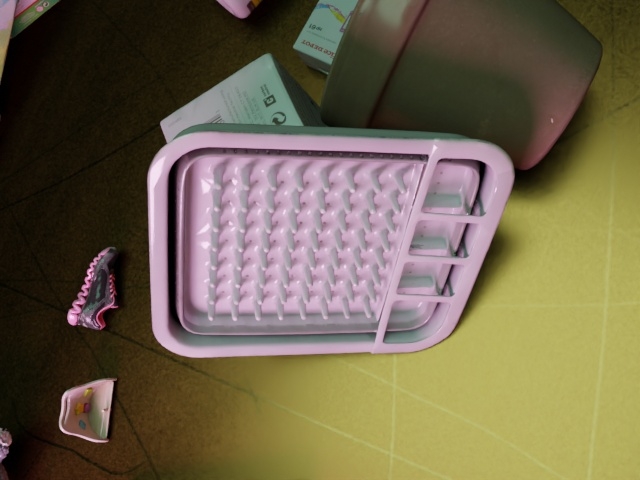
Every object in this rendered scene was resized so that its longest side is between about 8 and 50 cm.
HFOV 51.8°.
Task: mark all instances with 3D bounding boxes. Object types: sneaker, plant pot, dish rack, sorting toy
[{"bbox_3d":[-0.298,0.068,0.906,0.057,0.047,0.119,23,89,3],"label":"sneaker"},{"bbox_3d":[0.159,-0.193,0.706,0.229,0.263,0.263,28,89,4],"label":"plant pot"},{"bbox_3d":[0.000,0.000,0.665,0.333,0.285,0.072,0,41,-13],"label":"dish rack"},{"bbox_3d":[-0.309,0.219,0.856,0.045,0.075,0.083,1,79,19],"label":"sorting toy"}]

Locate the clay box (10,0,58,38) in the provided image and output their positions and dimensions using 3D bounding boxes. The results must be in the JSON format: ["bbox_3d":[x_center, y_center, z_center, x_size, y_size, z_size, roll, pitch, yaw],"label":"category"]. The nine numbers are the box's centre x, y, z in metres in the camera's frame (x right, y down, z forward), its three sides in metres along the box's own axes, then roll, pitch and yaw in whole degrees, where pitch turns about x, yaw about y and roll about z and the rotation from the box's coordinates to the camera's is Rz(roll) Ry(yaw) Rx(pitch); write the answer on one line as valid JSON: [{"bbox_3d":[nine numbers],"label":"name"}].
[{"bbox_3d":[-0.508,-0.456,1.076,0.127,0.053,0.222,-32,71,12],"label":"clay box"}]

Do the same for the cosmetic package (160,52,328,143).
[{"bbox_3d":[-0.057,-0.086,0.771,0.151,0.184,0.151,-29,71,13],"label":"cosmetic package"}]

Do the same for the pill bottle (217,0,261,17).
[{"bbox_3d":[-0.077,-0.415,0.881,0.215,0.117,0.117,-47,68,5],"label":"pill bottle"}]

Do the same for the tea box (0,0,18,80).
[{"bbox_3d":[-0.620,-0.384,0.902,0.220,0.329,0.323,26,104,34],"label":"tea box"}]

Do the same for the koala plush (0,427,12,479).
[{"bbox_3d":[-0.512,0.321,0.860,0.221,0.203,0.196,7,82,9],"label":"koala plush"}]

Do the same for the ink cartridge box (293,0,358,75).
[{"bbox_3d":[0.035,-0.273,0.848,0.089,0.052,0.122,29,91,22],"label":"ink cartridge box"}]
